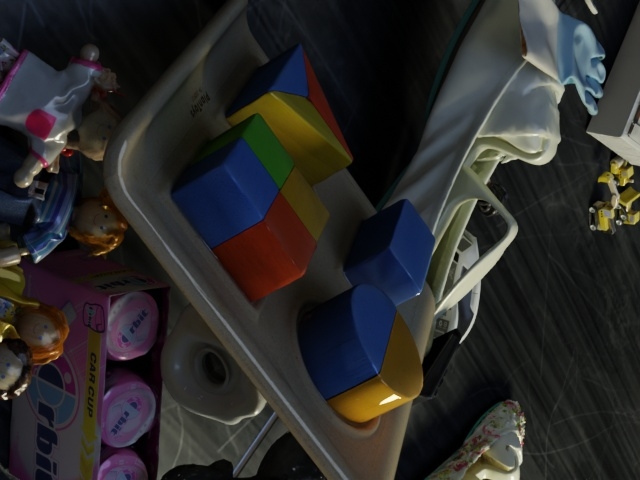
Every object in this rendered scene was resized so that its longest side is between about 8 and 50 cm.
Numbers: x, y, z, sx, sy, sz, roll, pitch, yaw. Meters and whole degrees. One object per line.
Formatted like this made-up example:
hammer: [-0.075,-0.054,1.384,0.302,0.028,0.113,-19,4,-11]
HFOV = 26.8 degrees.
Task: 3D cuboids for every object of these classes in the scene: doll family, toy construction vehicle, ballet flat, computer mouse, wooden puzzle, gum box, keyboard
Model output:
doll family: [-0.217,-0.009,0.905,0.163,0.118,0.263,25,80,-17]
toy construction vehicle: [0.366,-0.051,1.643,0.086,0.035,0.098,-32,127,-38]
ballet flat: [0.177,0.273,1.518,0.241,0.077,0.091,-40,131,-33]
ballet flat: [0.143,-0.068,1.239,0.139,0.139,0.400,17,104,-51]
computer mouse: [0.138,0.026,1.343,0.042,0.106,0.193,9,94,-29]
wooden puzzle: [0.000,0.000,1.002,0.348,0.080,0.322,58,23,-18]
gum box: [-0.177,0.112,1.017,0.062,0.107,0.188,-11,113,-47]
keyboard: [0.080,0.147,1.302,0.023,0.180,0.108,37,69,-4]

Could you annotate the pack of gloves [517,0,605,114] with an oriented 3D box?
pack of gloves: [0.234,-0.228,1.210,0.232,0.046,0.195,21,65,-61]

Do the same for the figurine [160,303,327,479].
figurine: [-0.044,0.139,1.062,0.209,0.092,0.215,-16,116,-63]

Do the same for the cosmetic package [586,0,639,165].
cosmetic package: [0.408,-0.214,1.594,0.099,0.060,0.239,27,83,-40]
